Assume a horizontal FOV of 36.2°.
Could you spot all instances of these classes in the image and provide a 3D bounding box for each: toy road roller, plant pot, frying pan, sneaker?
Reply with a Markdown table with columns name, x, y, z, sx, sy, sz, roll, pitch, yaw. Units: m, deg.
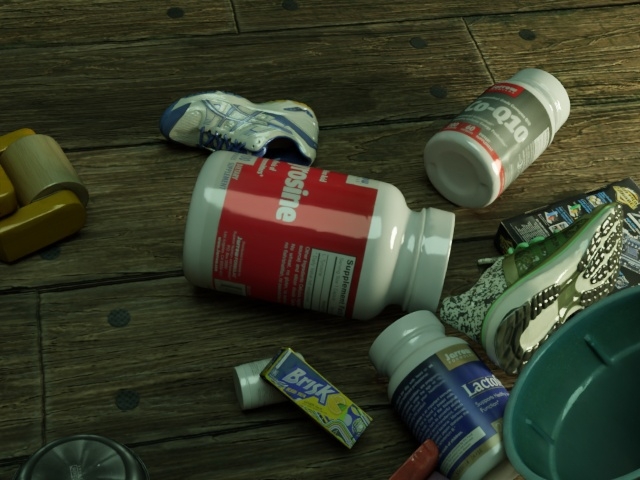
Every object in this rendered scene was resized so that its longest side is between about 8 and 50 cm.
| name | x | y | z | sx | sy | sz | roll | pitch | yaw |
| --- | --- | --- | --- | --- | --- | --- | --- | --- | --- |
| toy road roller | -0.562 | -0.098 | 1.597 | 0.330 | 0.240 | 0.202 | -25 | 58 | -24 |
| plant pot | 0.478 | 0.288 | 1.296 | 0.334 | 0.341 | 0.341 | 47 | 51 | -19 |
| frying pan | -0.402 | 0.339 | 1.376 | 0.326 | 0.053 | 0.197 | 8 | 40 | -1 |
| sneaker | -0.148 | -0.193 | 1.804 | 0.296 | 0.112 | 0.131 | 0 | 52 | -6 |
| sneaker | 0.344 | 0.040 | 1.575 | 0.182 | 0.158 | 0.410 | 23 | 43 | 39 |

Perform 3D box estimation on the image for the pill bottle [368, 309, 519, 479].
| name | x | y | z | sx | sy | sz | roll | pitch | yaw |
| --- | --- | --- | --- | --- | --- | --- | --- | --- | --- |
| pill bottle | 0.194 | 0.240 | 1.463 | 0.153 | 0.153 | 0.264 | -24 | 57 | -23 |

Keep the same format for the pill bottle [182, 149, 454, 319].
| name | x | y | z | sx | sy | sz | roll | pitch | yaw |
| --- | --- | --- | --- | --- | --- | --- | --- | --- | --- |
| pill bottle | 0.000 | 0.000 | 1.588 | 0.408 | 0.229 | 0.229 | 11 | 51 | 3 |

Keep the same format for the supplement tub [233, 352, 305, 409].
| name | x | y | z | sx | sy | sz | roll | pitch | yaw |
| --- | --- | --- | --- | --- | --- | --- | --- | --- | --- |
| supplement tub | -0.075 | 0.216 | 1.506 | 0.107 | 0.071 | 0.071 | -10 | 53 | -14 |

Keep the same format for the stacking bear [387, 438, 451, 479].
| name | x | y | z | sx | sy | sz | roll | pitch | yaw |
| --- | --- | --- | --- | --- | --- | --- | --- | --- | --- |
| stacking bear | 0.188 | 0.431 | 1.309 | 0.289 | 0.164 | 0.175 | 44 | 83 | 13 |

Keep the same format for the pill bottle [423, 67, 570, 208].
| name | x | y | z | sx | sy | sz | roll | pitch | yaw |
| --- | --- | --- | --- | --- | --- | --- | --- | --- | --- |
| pill bottle | 0.334 | -0.198 | 1.828 | 0.161 | 0.161 | 0.283 | 35 | 56 | 20 |

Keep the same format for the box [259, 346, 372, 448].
| name | x | y | z | sx | sy | sz | roll | pitch | yaw |
| --- | --- | --- | --- | --- | --- | --- | --- | --- | --- |
| box | -0.008 | 0.233 | 1.457 | 0.169 | 0.054 | 0.059 | 41 | 77 | -7 |

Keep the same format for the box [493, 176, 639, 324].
| name | x | y | z | sx | sy | sz | roll | pitch | yaw |
| --- | --- | --- | --- | --- | --- | --- | --- | --- | --- |
| box | 0.503 | 0.045 | 1.707 | 0.293 | 0.073 | 0.295 | -18 | 55 | -20 |
